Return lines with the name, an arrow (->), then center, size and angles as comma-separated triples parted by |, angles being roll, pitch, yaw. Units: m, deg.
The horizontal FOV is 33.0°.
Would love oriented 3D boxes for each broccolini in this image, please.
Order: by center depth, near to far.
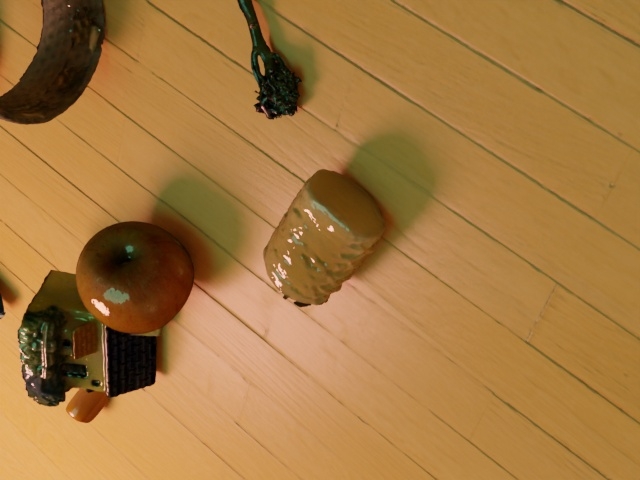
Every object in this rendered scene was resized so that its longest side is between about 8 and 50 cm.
broccolini -> -0.090, -0.274, 1.373 | 0.071, 0.057, 0.254 | -21, 104, 3

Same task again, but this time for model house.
model house -> -0.365, 0.177, 1.781 | 0.211, 0.170, 0.194 | 7, 120, 4

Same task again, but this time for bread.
bread -> -0.415, 0.287, 1.977 | 0.049, 0.103, 0.062 | 35, 176, 37

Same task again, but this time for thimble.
thimble -> -0.447, -0.307, 1.528 | 0.150, 0.271, 0.271 | 18, 123, 31

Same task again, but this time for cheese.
cheese -> 0.000, 0.000, 1.409 | 0.123, 0.094, 0.167 | 49, 135, 13

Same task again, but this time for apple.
apple -> -0.282, 0.058, 1.647 | 0.182, 0.182, 0.155 | 33, 160, 25

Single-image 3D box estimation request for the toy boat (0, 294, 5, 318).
toy boat -> -0.707, 0.061, 2.082 | 0.299, 0.096, 0.062 | 38, 143, 17
